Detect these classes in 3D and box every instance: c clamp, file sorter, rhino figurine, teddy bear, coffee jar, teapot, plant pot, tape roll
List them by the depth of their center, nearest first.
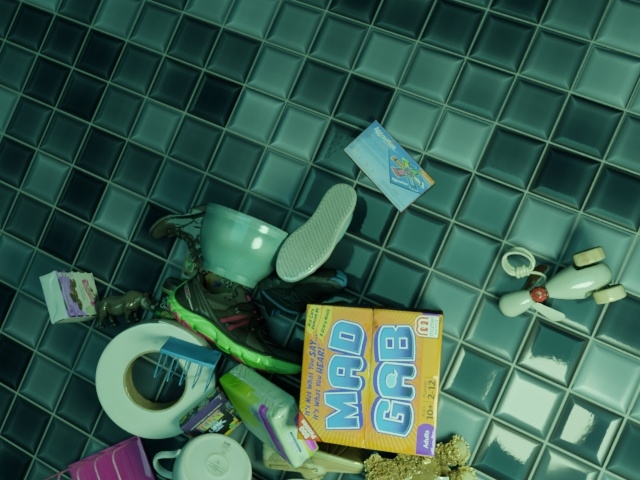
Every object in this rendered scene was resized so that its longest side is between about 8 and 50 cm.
[{"bbox_3d":[0.294,0.688,1.694,0.338,0.113,0.245,-28,91,-8],"label":"teddy bear"},{"bbox_3d":[-0.347,0.728,1.750,0.256,0.253,0.187,56,132,33],"label":"teapot"},{"bbox_3d":[-0.410,0.385,1.775,0.171,0.118,0.104,18,99,-2],"label":"file sorter"},{"bbox_3d":[-0.249,0.030,1.775,0.293,0.293,0.196,20,83,13],"label":"plant pot"},{"bbox_3d":[-0.529,0.447,1.872,0.393,0.072,0.391,0,95,0],"label":"tape roll"},{"bbox_3d":[-0.719,0.801,1.877,0.291,0.182,0.202,-26,80,9],"label":"file sorter"},{"bbox_3d":[-0.257,0.352,1.901,0.137,0.022,0.160,21,91,19],"label":"c clamp"},{"bbox_3d":[-0.500,0.218,1.925,0.096,0.079,0.184,20,95,8],"label":"coffee jar"},{"bbox_3d":[-0.655,0.227,1.972,0.244,0.073,0.106,-14,85,9],"label":"rhino figurine"}]

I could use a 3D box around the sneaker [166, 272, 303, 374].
[{"bbox_3d":[-0.250,0.259,1.804,0.483,0.185,0.202,32,72,7],"label":"sneaker"}]

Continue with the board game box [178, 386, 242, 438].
[{"bbox_3d":[-0.340,0.570,1.837,0.170,0.048,0.141,-41,120,1],"label":"board game box"}]

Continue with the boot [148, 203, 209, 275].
[{"bbox_3d":[-0.434,0.015,1.929,0.263,0.091,0.228,-20,78,8],"label":"boot"}]

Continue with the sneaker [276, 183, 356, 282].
[{"bbox_3d":[0.000,0.000,1.768,0.135,0.150,0.366,33,69,17],"label":"sneaker"}]

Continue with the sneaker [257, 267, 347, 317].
[{"bbox_3d":[-0.049,0.165,1.792,0.341,0.125,0.139,-8,92,41],"label":"sneaker"}]

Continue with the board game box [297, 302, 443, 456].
[{"bbox_3d":[0.159,0.365,1.632,0.357,0.356,0.356,3,85,12],"label":"board game box"}]

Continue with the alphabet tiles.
[{"bbox_3d":[-0.365,0.143,1.948,0.238,0.009,0.198,12,87,13],"label":"alphabet tiles"}]

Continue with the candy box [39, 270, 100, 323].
[{"bbox_3d":[-0.840,0.191,1.952,0.070,0.196,0.164,-22,81,10],"label":"candy box"}]

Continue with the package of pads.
[{"bbox_3d":[-0.152,0.516,1.706,0.101,0.229,0.297,-37,33,-27],"label":"package of pads"}]

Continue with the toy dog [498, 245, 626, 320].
[{"bbox_3d":[0.697,0.127,1.666,0.334,0.161,0.219,-1,88,27],"label":"toy dog"}]

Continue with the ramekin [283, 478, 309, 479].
[{"bbox_3d":[-0.087,0.838,1.697,0.278,0.135,0.277,-7,119,-13],"label":"ramekin"}]

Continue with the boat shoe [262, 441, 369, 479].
[{"bbox_3d":[-0.017,0.676,1.774,0.342,0.122,0.110,4,93,20],"label":"boat shoe"}]

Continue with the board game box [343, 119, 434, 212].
[{"bbox_3d":[0.218,-0.238,1.844,0.145,0.027,0.281,-42,78,7],"label":"board game box"}]

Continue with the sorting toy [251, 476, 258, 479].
[{"bbox_3d":[-0.237,0.813,1.839,0.275,0.046,0.132,27,91,14],"label":"sorting toy"}]
